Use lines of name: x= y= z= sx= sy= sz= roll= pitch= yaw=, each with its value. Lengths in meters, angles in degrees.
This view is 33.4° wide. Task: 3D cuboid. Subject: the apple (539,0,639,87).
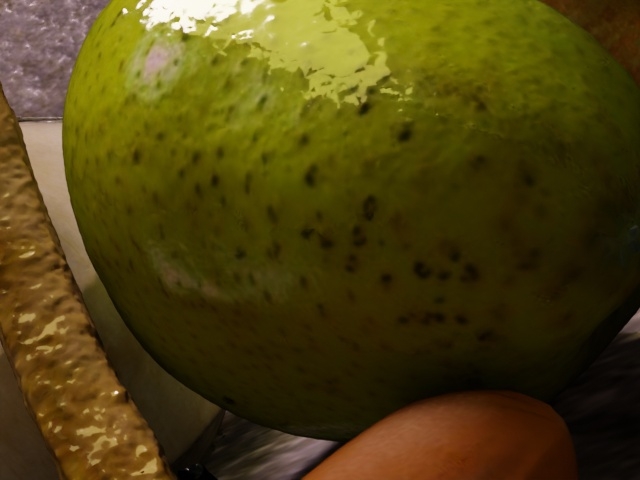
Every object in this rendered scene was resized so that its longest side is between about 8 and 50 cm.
apple: x=0.213 y=-0.179 z=0.862 sx=0.384 sy=0.374 sz=0.374 roll=-34 pitch=11 yaw=-12

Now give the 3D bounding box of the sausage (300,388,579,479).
sausage: x=0.002 y=0.148 z=0.406 sx=0.274 sy=0.105 sz=0.105 roll=-34 pitch=12 yaw=-39

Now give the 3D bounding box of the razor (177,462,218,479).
razor: x=-0.166 y=0.217 z=0.648 sx=0.253 sy=0.042 sz=0.082 roll=-27 pitch=-33 yaw=-2

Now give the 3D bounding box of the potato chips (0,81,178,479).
potato chips: x=-0.143 y=0.062 z=0.593 sx=0.057 sy=0.407 sz=0.080 roll=-18 pitch=-27 yaw=-25

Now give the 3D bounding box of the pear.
pear: x=0.039 y=-0.006 z=0.579 sx=0.318 sy=0.342 sz=0.238 roll=6 pitch=51 yaw=52

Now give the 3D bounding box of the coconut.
coconut: x=-0.217 y=0.055 z=0.792 sx=0.323 sy=0.323 sz=0.323 roll=-25 pitch=10 yaw=5
